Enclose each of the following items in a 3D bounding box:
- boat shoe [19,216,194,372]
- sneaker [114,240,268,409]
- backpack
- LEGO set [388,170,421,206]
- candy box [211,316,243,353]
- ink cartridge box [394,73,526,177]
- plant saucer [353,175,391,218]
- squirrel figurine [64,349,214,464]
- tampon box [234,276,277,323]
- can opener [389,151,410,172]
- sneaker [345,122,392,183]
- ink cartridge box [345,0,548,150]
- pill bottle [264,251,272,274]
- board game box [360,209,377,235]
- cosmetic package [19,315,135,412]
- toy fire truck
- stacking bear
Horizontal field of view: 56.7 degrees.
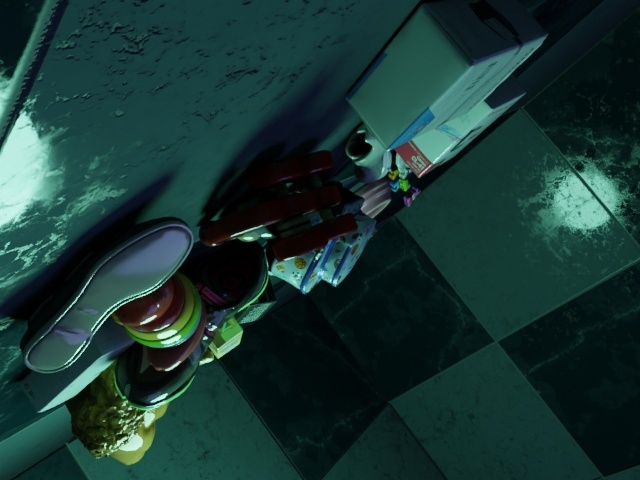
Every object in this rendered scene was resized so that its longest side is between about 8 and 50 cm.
[{"bbox_3d":[-0.339,0.063,0.911,0.335,0.095,0.112,-42,137,8],"label":"boat shoe"},{"bbox_3d":[-0.291,0.162,1.356,0.482,0.185,0.202,-54,172,-34],"label":"sneaker"},{"bbox_3d":[0.000,0.000,1.458,0.263,0.213,0.276,-55,167,18],"label":"backpack"},{"bbox_3d":[0.290,-0.227,2.021,0.093,0.087,0.227,-45,151,-12],"label":"LEGO set"},{"bbox_3d":[-0.304,0.220,1.643,0.088,0.183,0.316,-36,173,-17],"label":"candy box"},{"bbox_3d":[0.378,-0.334,1.634,0.226,0.131,0.306,-31,172,-43],"label":"ink cartridge box"},{"bbox_3d":[0.132,-0.101,2.131,0.332,0.084,0.332,-37,174,-5],"label":"plant saucer"},{"bbox_3d":[-0.465,0.377,1.569,0.370,0.281,0.397,-42,177,-12],"label":"squirrel figurine"},{"bbox_3d":[-0.232,0.184,1.933,0.102,0.120,0.161,-6,154,-34],"label":"tampon box"},{"bbox_3d":[0.306,-0.294,1.834,0.280,0.093,0.074,-33,128,-33],"label":"can opener"},{"bbox_3d":[0.099,-0.201,1.328,0.121,0.099,0.262,-27,162,-20],"label":"sneaker"},{"bbox_3d":[0.227,-0.307,1.047,0.307,0.129,0.223,-31,170,-44],"label":"ink cartridge box"},{"bbox_3d":[-0.099,0.031,1.792,0.169,0.094,0.094,-34,172,-22],"label":"pill bottle"},{"bbox_3d":[0.034,-0.029,1.781,0.243,0.165,0.042,-32,172,-32],"label":"board game box"},{"bbox_3d":[-0.513,0.257,1.259,0.231,0.085,0.117,-39,174,21],"label":"cosmetic package"},{"bbox_3d":[-0.094,-0.046,1.135,0.254,0.169,0.302,-20,-178,31],"label":"toy fire truck"},{"bbox_3d":[-0.311,0.120,1.106,0.164,0.175,0.289,-38,166,-14],"label":"stacking bear"}]
